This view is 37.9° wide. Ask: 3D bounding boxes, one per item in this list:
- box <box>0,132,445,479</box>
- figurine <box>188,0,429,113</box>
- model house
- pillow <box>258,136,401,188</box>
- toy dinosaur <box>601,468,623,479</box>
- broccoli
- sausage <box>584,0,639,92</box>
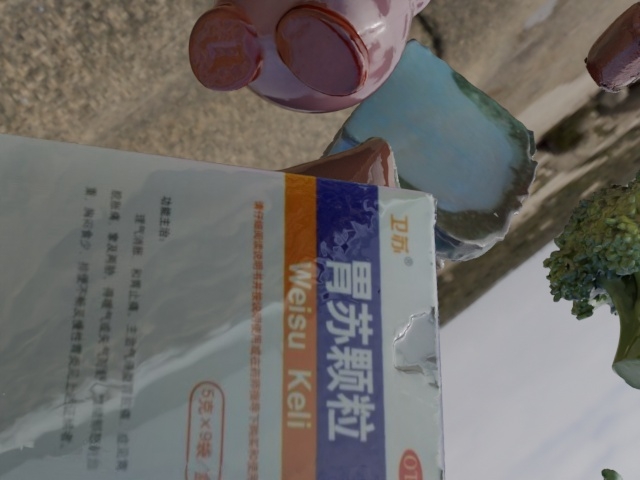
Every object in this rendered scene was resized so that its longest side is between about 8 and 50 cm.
[{"bbox_3d":[-0.088,0.063,0.503,0.300,0.200,0.106,7,158,-16],"label":"box"},{"bbox_3d":[-0.006,-0.191,0.789,0.173,0.173,0.173,-38,173,-5],"label":"figurine"},{"bbox_3d":[0.117,-0.062,1.520,0.339,0.297,0.360,-47,-171,44],"label":"model house"},{"bbox_3d":[0.000,0.000,0.884,0.179,0.171,0.075,-14,171,1],"label":"pillow"},{"bbox_3d":[0.090,0.102,0.309,0.062,0.021,0.083,-43,167,-25],"label":"toy dinosaur"},{"bbox_3d":[0.397,0.025,1.045,0.260,0.235,0.288,-30,170,-26],"label":"broccoli"},{"bbox_3d":[0.373,-0.235,1.128,0.076,0.076,0.141,-36,173,-23],"label":"sausage"}]
